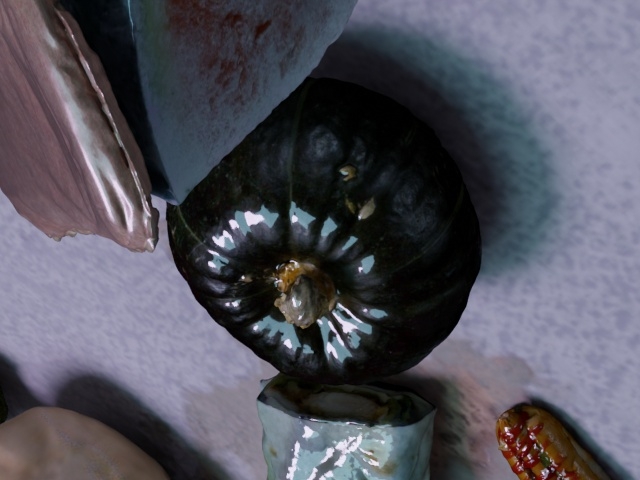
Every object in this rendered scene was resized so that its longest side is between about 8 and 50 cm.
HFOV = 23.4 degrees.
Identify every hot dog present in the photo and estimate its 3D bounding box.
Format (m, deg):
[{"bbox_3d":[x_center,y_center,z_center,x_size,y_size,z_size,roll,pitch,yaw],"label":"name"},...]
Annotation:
[{"bbox_3d":[0.167,0.167,1.048,0.144,0.038,0.062,50,142,-14],"label":"hot dog"}]

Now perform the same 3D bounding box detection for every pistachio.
[{"bbox_3d":[-0.206,0.279,1.339,0.214,0.193,0.318,16,143,33],"label":"pistachio"}]

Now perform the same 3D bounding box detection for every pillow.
[{"bbox_3d":[-0.130,-0.055,0.709,0.211,0.034,0.135,7,120,65],"label":"pillow"}]

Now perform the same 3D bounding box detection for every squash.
[{"bbox_3d":[0.001,-0.003,0.917,0.193,0.156,0.193,8,152,5],"label":"squash"}]

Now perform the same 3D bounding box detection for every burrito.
[{"bbox_3d":[0.015,0.207,1.127,0.144,0.089,0.229,10,114,29],"label":"burrito"}]

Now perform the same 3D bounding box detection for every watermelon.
[{"bbox_3d":[-0.049,-0.157,0.742,0.213,0.290,0.320,5,154,-25],"label":"watermelon"}]

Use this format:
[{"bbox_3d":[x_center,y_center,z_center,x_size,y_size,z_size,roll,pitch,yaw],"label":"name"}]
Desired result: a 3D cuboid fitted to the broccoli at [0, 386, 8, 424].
[{"bbox_3d":[-0.340,0.160,1.387,0.131,0.120,0.130,48,157,30],"label":"broccoli"}]
